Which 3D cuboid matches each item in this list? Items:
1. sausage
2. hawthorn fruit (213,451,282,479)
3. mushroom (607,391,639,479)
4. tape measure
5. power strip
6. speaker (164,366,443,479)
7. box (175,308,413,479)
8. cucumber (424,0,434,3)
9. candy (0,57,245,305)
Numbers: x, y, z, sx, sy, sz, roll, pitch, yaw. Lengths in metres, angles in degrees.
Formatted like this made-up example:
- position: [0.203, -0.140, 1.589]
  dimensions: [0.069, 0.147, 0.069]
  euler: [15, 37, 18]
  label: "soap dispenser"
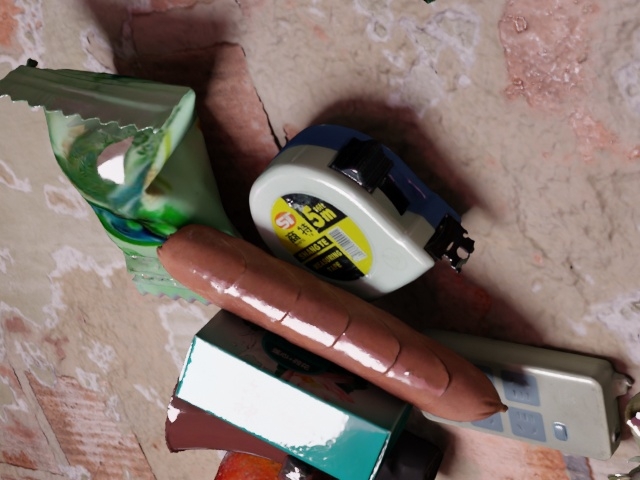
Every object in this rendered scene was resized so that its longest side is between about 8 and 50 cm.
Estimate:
- position: [0.009, 0.090, 1.366]
  dimensions: [0.433, 0.088, 0.088]
  euler: [26, 134, 10]
  label: "sausage"
- position: [-0.061, 0.349, 1.680]
  dimensions: [0.173, 0.173, 0.173]
  euler: [21, 131, 26]
  label: "hawthorn fruit"
- position: [0.420, 0.266, 1.228]
  dimensions: [0.189, 0.164, 0.267]
  euler: [-40, 55, 25]
  label: "mushroom"
- position: [0.000, 0.000, 1.422]
  dimensions: [0.215, 0.098, 0.351]
  euler: [44, 144, -8]
  label: "tape measure"
- position: [0.220, 0.172, 1.405]
  dimensions: [0.270, 0.046, 0.118]
  euler: [8, 124, 35]
  label: "power strip"
- position: [-0.025, 0.218, 1.522]
  dimensions: [0.329, 0.198, 0.259]
  euler: [20, 159, 22]
  label: "speaker"
- position: [-0.020, 0.161, 1.409]
  dimensions: [0.245, 0.153, 0.092]
  euler: [24, 117, 9]
  label: "box"
- position: [0.058, -0.343, 1.163]
  dimensions: [0.044, 0.043, 0.257]
  euler: [-20, 105, 41]
  label: "cucumber"
- position: [-0.196, -0.048, 1.506]
  dimensions: [0.263, 0.172, 0.398]
  euler: [14, 141, 36]
  label: "candy"
